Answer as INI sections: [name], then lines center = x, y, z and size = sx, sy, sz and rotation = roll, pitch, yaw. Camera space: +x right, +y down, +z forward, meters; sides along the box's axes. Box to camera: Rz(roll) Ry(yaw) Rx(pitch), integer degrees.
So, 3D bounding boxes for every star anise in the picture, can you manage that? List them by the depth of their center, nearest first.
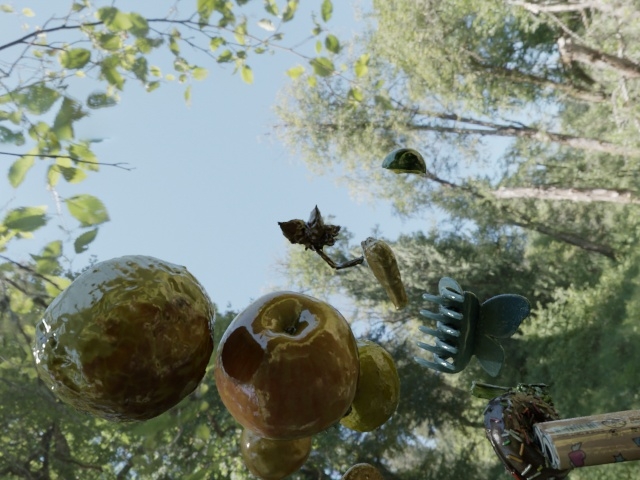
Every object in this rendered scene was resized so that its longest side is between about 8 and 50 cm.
[star anise]
center = 0.006, -0.005, 1.667
size = 0.148, 0.346, 0.237
rotation = -60, 0, -43

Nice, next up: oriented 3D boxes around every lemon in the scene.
[lemon]
center = 0.128, 0.455, 1.416
size = 0.260, 0.260, 0.284
rotation = 22, -110, -55

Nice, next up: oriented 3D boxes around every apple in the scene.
[apple]
center = -0.083, 0.323, 1.190
size = 0.391, 0.391, 0.346
rotation = -31, -46, -45

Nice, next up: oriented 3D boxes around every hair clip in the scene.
[hair clip]
center = 0.499, 0.317, 1.621
size = 0.238, 0.392, 0.318
rotation = 3, -82, -36

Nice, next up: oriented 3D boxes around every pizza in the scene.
[pizza]
center = 0.122, 0.792, 1.452
size = 0.246, 0.058, 0.127
rotation = -2, -102, -51

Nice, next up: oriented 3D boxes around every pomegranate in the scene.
[pomegranate]
center = -0.156, 0.716, 1.600
size = 0.264, 0.264, 0.264
rotation = -24, -60, -49

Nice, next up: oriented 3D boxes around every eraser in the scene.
[eraser]
center = 0.695, 0.481, 1.089
size = 0.171, 0.291, 0.087
rotation = 16, -117, -82

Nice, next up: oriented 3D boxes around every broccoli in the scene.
[broccoli]
center = 0.685, 0.571, 1.591
size = 0.198, 0.275, 0.177
rotation = 67, -140, -71

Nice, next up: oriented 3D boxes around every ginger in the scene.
[ginger]
center = 0.294, 0.161, 2.160
size = 0.166, 0.236, 0.375
rotation = -23, -70, -40

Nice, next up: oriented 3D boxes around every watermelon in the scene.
[watermelon]
center = 0.402, -0.372, 2.100
size = 0.232, 0.204, 0.127
rotation = 0, -79, -40

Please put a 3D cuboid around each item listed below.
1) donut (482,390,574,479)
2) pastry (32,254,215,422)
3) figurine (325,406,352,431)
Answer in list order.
[donut]
center = 0.585, 0.545, 1.243
size = 0.270, 0.270, 0.103
rotation = -33, -24, -45
[pastry]
center = -0.416, 0.230, 1.014
size = 0.388, 0.313, 0.388
rotation = -42, -25, -25
[figurine]
center = 0.042, 0.495, 1.273
size = 0.106, 0.060, 0.047
rotation = -43, -43, -17
